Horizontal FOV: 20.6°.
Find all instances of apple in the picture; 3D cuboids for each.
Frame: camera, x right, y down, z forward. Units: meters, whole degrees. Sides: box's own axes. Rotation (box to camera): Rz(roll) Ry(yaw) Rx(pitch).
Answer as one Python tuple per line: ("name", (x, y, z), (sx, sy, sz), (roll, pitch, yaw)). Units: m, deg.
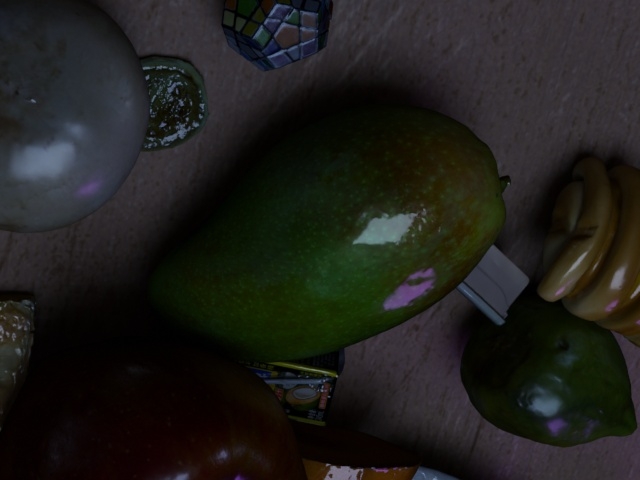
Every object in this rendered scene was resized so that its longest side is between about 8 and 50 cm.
("apple", (-0.161, 0.232, 1.692), (0.288, 0.317, 0.288), (-15, 117, -33))

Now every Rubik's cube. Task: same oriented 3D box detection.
("Rubik's cube", (-0.040, -0.211, 1.639), (0.093, 0.111, 0.111), (-51, 125, -14))

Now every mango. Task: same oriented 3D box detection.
("mango", (0.000, 0.000, 1.727), (0.382, 0.201, 0.225), (-25, 144, 16))

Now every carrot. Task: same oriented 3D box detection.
("carrot", (-0.063, 0.324, 1.895), (0.214, 0.193, 0.331), (29, 100, 1))

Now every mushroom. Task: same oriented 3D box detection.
("mushroom", (-0.269, -0.119, 1.595), (0.226, 0.178, 0.226), (0, 89, -12))

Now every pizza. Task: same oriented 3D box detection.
("pizza", (-0.389, 0.147, 1.775), (0.204, 0.080, 0.188), (-2, 102, -20))

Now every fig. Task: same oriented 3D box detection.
("fig", (0.266, 0.142, 1.911), (0.233, 0.167, 0.167), (1, 121, -26))

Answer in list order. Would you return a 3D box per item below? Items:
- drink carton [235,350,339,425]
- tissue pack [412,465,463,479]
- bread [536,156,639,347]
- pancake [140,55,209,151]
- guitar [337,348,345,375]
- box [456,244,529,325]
("drink carton", (-0.068, 0.141, 1.853), (0.166, 0.056, 0.071), (11, 116, -4))
("tissue pack", (0.144, 0.335, 2.002), (0.229, 0.159, 0.145), (27, 103, -29))
("bread", (0.375, 0.035, 1.877), (0.311, 0.121, 0.173), (26, 71, -29))
("pancake", (-0.158, -0.131, 1.702), (0.108, 0.017, 0.108), (-10, 125, -15))
("guitar", (0.018, 0.057, 1.866), (0.088, 0.025, 0.233), (17, 115, -23))
("box", (0.159, 0.024, 1.852), (0.062, 0.089, 0.122), (-46, 123, 2))
